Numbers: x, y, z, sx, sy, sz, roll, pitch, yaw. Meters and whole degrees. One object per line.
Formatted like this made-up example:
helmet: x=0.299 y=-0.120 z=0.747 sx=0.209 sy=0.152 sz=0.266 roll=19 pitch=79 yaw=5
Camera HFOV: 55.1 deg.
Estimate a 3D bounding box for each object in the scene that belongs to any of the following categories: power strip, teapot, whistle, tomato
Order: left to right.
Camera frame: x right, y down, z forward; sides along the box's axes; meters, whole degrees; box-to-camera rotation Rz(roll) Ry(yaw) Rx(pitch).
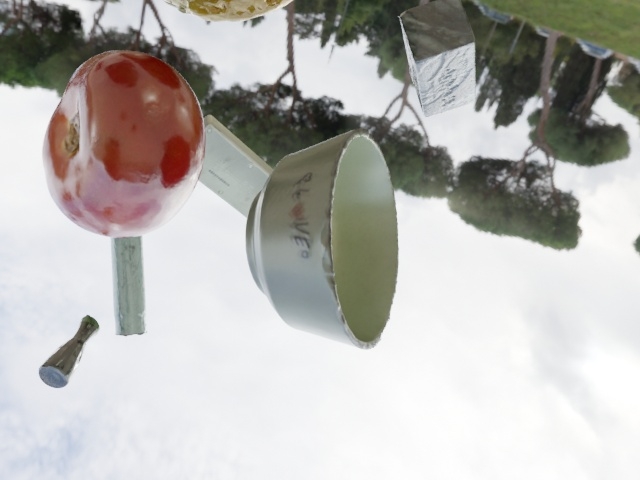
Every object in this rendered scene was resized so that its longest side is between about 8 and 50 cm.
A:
teapot: x=-0.340 y=0.150 z=0.845 sx=0.042 sy=0.043 sz=0.111 roll=18 pitch=-146 yaw=0
whistle: x=-0.365 y=0.023 z=1.158 sx=0.062 sy=0.312 sz=0.062 roll=-2 pitch=-179 yaw=0
tomato: x=-0.199 y=-0.097 z=0.638 sx=0.136 sy=0.195 sz=0.195 roll=9 pitch=-152 yaw=-44
power strip: x=-0.125 y=-0.096 z=1.195 sx=0.367 sy=0.106 sz=0.043 roll=40 pitch=-158 yaw=-35

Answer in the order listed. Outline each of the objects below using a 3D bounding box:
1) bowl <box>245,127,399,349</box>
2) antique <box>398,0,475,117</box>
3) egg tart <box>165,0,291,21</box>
bowl: x=0.000 y=0.000 z=0.611 sx=0.112 sy=0.211 sz=0.211 roll=-2 pitch=-157 yaw=25
antique: x=0.179 y=-0.265 z=0.919 sx=0.088 sy=0.183 sz=0.086 roll=-17 pitch=-110 yaw=10
egg tart: x=-0.108 y=-0.456 z=0.746 sx=0.388 sy=0.388 sz=0.169 roll=23 pitch=-169 yaw=8
